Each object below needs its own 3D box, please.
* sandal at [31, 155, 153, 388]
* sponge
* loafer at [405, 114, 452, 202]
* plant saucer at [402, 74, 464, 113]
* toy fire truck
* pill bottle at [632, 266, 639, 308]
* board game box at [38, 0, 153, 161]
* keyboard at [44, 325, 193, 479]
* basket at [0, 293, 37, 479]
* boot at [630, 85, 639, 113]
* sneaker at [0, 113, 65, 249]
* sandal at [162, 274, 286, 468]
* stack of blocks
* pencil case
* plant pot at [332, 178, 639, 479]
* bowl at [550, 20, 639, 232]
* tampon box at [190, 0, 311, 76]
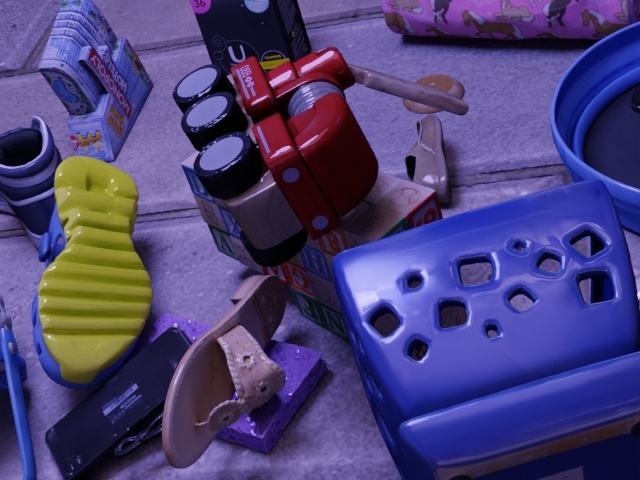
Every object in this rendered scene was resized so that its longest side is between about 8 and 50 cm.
[{"bbox_3d":[-0.264,0.050,1.231,0.126,0.138,0.317,17,36,-18],"label":"sandal"},{"bbox_3d":[-0.110,0.142,1.122,0.210,0.031,0.117,11,47,31],"label":"sponge"},{"bbox_3d":[0.125,-0.099,1.305,0.050,0.056,0.148,-7,38,4],"label":"loafer"},{"bbox_3d":[0.149,-0.198,1.452,0.083,0.015,0.083,-11,38,9],"label":"plant saucer"},{"bbox_3d":[0.015,-0.105,1.023,0.246,0.158,0.217,-29,36,4],"label":"toy fire truck"},{"bbox_3d":[0.323,0.074,0.991,0.078,0.078,0.137,-40,42,-26],"label":"pill bottle"},{"bbox_3d":[-0.320,-0.216,1.557,0.060,0.194,0.194,-6,53,17],"label":"board game box"},{"bbox_3d":[-0.188,0.172,1.087,0.180,0.023,0.108,-41,43,-3],"label":"keyboard"},{"bbox_3d":[-0.421,0.152,1.122,0.254,0.201,0.289,-12,65,5],"label":"basket"},{"bbox_3d":[0.383,-0.194,1.156,0.121,0.099,0.045,-17,36,2],"label":"boot"},{"bbox_3d":[-0.405,-0.104,1.446,0.099,0.153,0.282,-33,40,-20],"label":"sneaker"},{"bbox_3d":[-0.066,0.114,1.041,0.079,0.088,0.240,-3,36,27],"label":"sandal"},{"bbox_3d":[0.000,0.000,1.139,0.087,0.171,0.297,-40,42,-26],"label":"stack of blocks"},{"bbox_3d":[0.271,-0.356,1.486,0.386,0.167,0.160,9,10,30],"label":"pencil case"},{"bbox_3d":[0.158,0.124,0.882,0.235,0.236,0.212,-17,44,1],"label":"plant pot"},{"bbox_3d":[0.453,-0.135,1.200,0.391,0.077,0.391,-11,38,9],"label":"bowl"},{"bbox_3d":[-0.098,-0.309,1.570,0.120,0.161,0.101,-4,40,19],"label":"tampon box"}]
